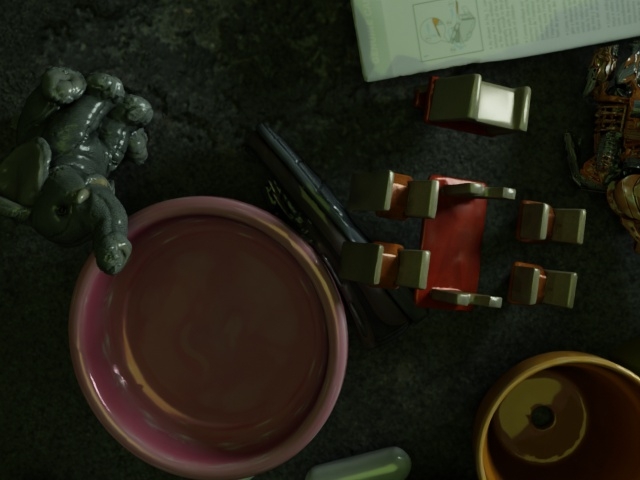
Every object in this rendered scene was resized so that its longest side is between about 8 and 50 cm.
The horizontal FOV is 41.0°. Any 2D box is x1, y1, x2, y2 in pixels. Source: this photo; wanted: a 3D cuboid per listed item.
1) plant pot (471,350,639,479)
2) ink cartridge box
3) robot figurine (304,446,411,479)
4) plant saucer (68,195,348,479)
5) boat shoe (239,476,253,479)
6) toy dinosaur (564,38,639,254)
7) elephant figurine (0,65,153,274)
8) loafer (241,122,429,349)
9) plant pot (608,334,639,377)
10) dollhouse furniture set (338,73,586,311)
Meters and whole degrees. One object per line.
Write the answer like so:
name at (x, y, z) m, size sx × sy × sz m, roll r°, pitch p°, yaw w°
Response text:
plant pot at (0.264, 0.217, 0.961) m, size 0.205 × 0.188 × 0.205 m, roll 0°, pitch 92°, yaw 2°
ink cartridge box at (0.213, -0.364, 0.981) m, size 0.384 × 0.091 × 0.308 m, roll -10°, pitch 100°, yaw 4°
robot figurine at (0.068, 0.393, 0.967) m, size 0.353 × 0.200 × 0.300 m, roll -12°, pitch 74°, yaw 2°
plant saucer at (-0.127, 0.111, 1.005) m, size 0.332 × 0.084 × 0.332 m, roll 2°, pitch 98°, yaw 11°
boat shoe at (-0.093, 0.269, 1.047) m, size 0.040 × 0.049 × 0.142 m, roll 44°, pitch 95°, yaw 1°
toy dinosaur at (0.406, -0.074, 0.993) m, size 0.218 × 0.164 × 0.322 m, roll -13°, pitch 110°, yaw 17°
elephant figurine at (-0.288, -0.062, 0.961) m, size 0.169 × 0.186 × 0.240 m, roll 14°, pitch 64°, yaw -14°
loafer at (0.000, 0.000, 1.010) m, size 0.095 × 0.109 × 0.302 m, roll -41°, pitch 93°, yaw 7°
plant pot at (0.405, 0.153, 1.006) m, size 0.081 × 0.083 × 0.081 m, roll -31°, pitch 90°, yaw 2°
dollhouse furniture set at (0.156, -0.049, 0.973) m, size 0.262 × 0.135 × 0.259 m, roll 8°, pitch 89°, yaw -25°
